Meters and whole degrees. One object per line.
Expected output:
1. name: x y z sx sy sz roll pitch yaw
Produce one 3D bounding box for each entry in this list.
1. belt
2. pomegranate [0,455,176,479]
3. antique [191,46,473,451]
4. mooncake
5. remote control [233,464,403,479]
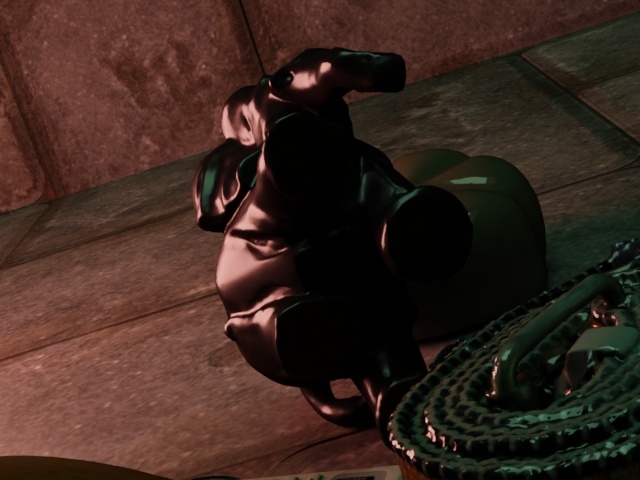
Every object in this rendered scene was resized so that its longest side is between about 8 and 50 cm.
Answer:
1. belt: 0.179 0.105 0.716 0.295 0.160 0.207 -29 19 -32
2. pomegranate: -0.094 0.222 0.422 0.319 0.319 0.319 -17 16 5
3. antique: 0.000 0.000 0.977 0.185 0.322 0.255 -5 12 -14
4. mooncake: 0.099 0.004 1.207 0.275 0.135 0.275 -17 20 6
5. remote control: -0.028 0.201 0.864 0.190 0.029 0.087 -11 17 26
